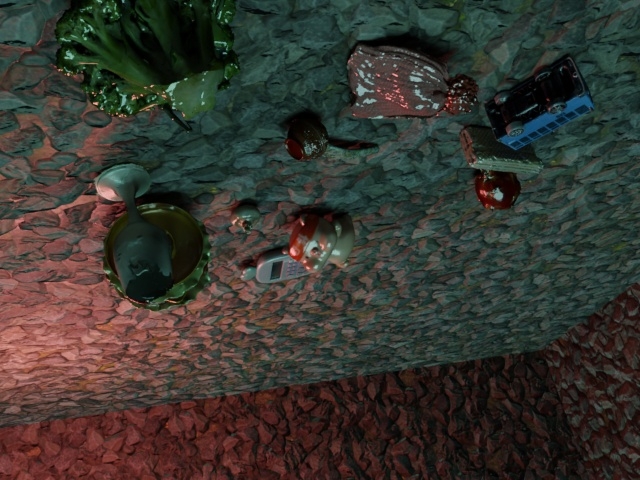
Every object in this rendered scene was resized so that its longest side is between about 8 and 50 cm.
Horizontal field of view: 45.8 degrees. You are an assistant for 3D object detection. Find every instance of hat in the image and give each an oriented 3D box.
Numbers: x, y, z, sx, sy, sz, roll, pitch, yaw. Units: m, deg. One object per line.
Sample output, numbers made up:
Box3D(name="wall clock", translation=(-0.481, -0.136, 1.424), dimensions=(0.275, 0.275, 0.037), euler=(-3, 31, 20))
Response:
Box3D(name="hat", translation=(0.200, -0.333, 1.633), dimensions=(0.287, 0.107, 0.236), euler=(8, 157, 9))

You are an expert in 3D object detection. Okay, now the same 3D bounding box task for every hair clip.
Box3D(name="hair clip", translation=(0.050, -0.224, 1.869), dimensions=(0.229, 0.036, 0.066), euler=(1, 157, -28))

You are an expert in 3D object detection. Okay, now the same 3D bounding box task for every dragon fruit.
Box3D(name="dragon fruit", translation=(0.487, -0.171, 2.131), dimensions=(0.126, 0.125, 0.246), euler=(-9, 141, 23))

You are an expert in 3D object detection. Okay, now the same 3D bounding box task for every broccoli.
Box3D(name="broccoli", translation=(-0.263, -0.312, 1.259), dimensions=(0.321, 0.283, 0.303), euler=(-30, 145, -9))

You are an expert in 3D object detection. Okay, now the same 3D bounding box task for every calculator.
Box3D(name="calculator", translation=(-0.109, 0.076, 2.397), dimensions=(0.299, 0.041, 0.185), euler=(-10, 154, -12))

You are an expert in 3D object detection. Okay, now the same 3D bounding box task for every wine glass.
Box3D(name="wine glass", translation=(-0.423, -0.018, 1.736), dimensions=(0.143, 0.321, 0.143), euler=(-17, 153, -9))

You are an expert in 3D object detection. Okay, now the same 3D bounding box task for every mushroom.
Box3D(name="mushroom", translation=(-0.200, -0.052, 2.043), dimensions=(0.085, 0.079, 0.085), euler=(-14, 155, -7))

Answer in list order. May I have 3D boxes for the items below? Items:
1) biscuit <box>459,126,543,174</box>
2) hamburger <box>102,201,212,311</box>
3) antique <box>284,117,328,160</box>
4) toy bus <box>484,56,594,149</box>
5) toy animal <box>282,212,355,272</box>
Box3D(name="biscuit", translation=(0.474, -0.232, 1.980), dimensions=(0.239, 0.108, 0.062), euler=(2, 152, -30))
Box3D(name="hamburger", translation=(-0.412, 0.047, 1.934), dimensions=(0.275, 0.274, 0.212), euler=(-9, 161, -10))
Box3D(name="antique", translation=(-0.028, -0.234, 1.740), dimensions=(0.104, 0.104, 0.104), euler=(-11, 154, -5))
Box3D(name="toy bus", translation=(0.531, -0.324, 1.817), dimensions=(0.234, 0.116, 0.134), euler=(-28, 152, 32))
Box3D(name="toy animal", translation=(0.000, 0.000, 2.173), dimensions=(0.198, 0.171, 0.171), euler=(1, 151, -36))
